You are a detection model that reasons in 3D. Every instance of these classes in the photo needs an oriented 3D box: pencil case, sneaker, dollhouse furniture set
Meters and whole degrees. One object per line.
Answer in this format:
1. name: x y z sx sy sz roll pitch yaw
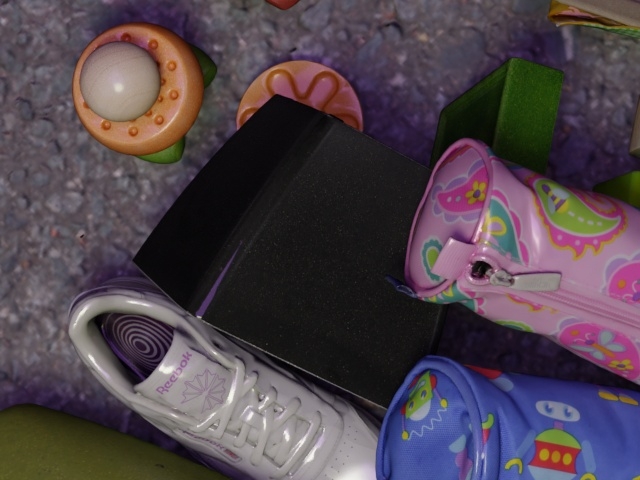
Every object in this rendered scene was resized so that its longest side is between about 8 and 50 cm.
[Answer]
1. pencil case: 0.183 0.162 1.287 0.306 0.119 0.133 11 63 -31
2. sneaker: -0.069 0.134 1.390 0.305 0.152 0.114 31 90 7
3. dollhouse furniture set: 0.217 -0.142 1.403 0.197 0.151 0.302 17 72 -11
4. pencil case: 0.194 0.030 1.258 0.284 0.124 0.124 21 91 -19

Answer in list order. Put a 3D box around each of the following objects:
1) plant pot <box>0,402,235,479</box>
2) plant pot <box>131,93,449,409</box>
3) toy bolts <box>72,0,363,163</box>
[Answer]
1. plant pot: -0.152 0.258 1.359 0.293 0.275 0.275 36 93 23
2. plant pot: 0.000 0.000 1.336 0.188 0.187 0.167 28 92 -21
3. toy bolts: -0.063 -0.157 1.396 0.218 0.158 0.229 19 91 9
